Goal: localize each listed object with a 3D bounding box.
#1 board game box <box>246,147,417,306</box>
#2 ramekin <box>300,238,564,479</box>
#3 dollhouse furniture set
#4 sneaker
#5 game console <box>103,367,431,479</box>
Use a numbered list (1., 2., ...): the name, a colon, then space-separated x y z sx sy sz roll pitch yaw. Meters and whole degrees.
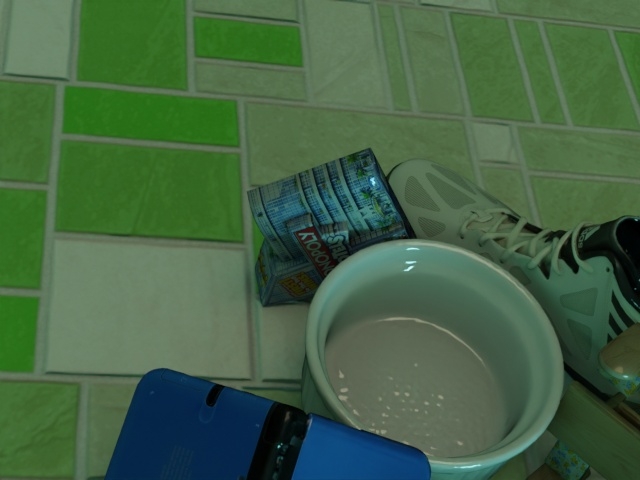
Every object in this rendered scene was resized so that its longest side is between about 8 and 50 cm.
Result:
1. board game box: 0.000 0.000 1.289 0.194 0.194 0.060 -20 55 10
2. ramekin: 0.109 0.148 1.235 0.277 0.135 0.277 6 52 -8
3. dollhouse furniture set: 0.321 0.251 1.135 0.242 0.212 0.161 40 42 25
4. sneaker: 0.268 0.003 1.315 0.447 0.257 0.169 43 55 19
5. game console: -0.072 0.297 1.064 0.250 0.173 0.293 12 78 30
